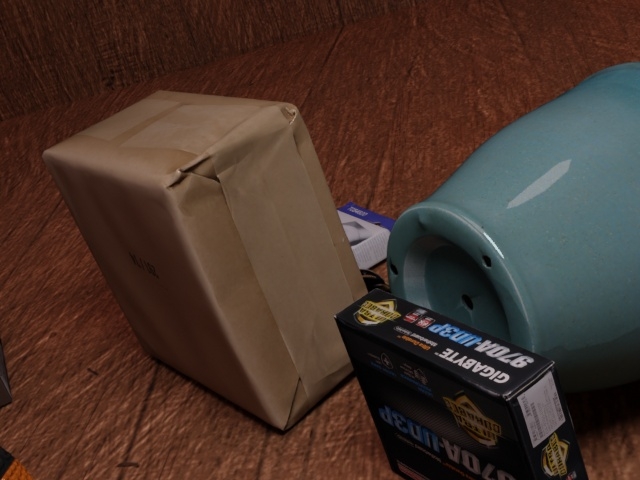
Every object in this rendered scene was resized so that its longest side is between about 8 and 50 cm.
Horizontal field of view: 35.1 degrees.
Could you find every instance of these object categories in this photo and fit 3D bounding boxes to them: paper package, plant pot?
[{"bbox_3d":[-0.120,0.007,1.108,0.168,0.309,0.325,-34,28,-26],"label":"paper package"},{"bbox_3d":[0.208,0.014,0.866,0.255,0.271,0.272,-24,23,-28],"label":"plant pot"}]

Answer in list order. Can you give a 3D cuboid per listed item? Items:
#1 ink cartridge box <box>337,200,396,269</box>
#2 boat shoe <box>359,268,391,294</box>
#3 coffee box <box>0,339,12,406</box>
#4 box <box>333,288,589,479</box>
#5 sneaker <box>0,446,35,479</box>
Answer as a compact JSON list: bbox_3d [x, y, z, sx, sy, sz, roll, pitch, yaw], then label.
[{"bbox_3d":[0.000,0.000,1.370,0.224,0.045,0.223,-28,25,-21],"label":"ink cartridge box"},{"bbox_3d":[0.050,0.066,1.159,0.183,0.066,0.066,7,34,45],"label":"boat shoe"},{"bbox_3d":[-0.509,0.112,1.349,0.119,0.168,0.297,-24,23,-13],"label":"coffee box"},{"bbox_3d":[0.113,0.145,0.804,0.051,0.175,0.220,-32,27,-23],"label":"box"},{"bbox_3d":[-0.375,0.286,0.967,0.121,0.099,0.262,-46,-1,20],"label":"sneaker"}]
